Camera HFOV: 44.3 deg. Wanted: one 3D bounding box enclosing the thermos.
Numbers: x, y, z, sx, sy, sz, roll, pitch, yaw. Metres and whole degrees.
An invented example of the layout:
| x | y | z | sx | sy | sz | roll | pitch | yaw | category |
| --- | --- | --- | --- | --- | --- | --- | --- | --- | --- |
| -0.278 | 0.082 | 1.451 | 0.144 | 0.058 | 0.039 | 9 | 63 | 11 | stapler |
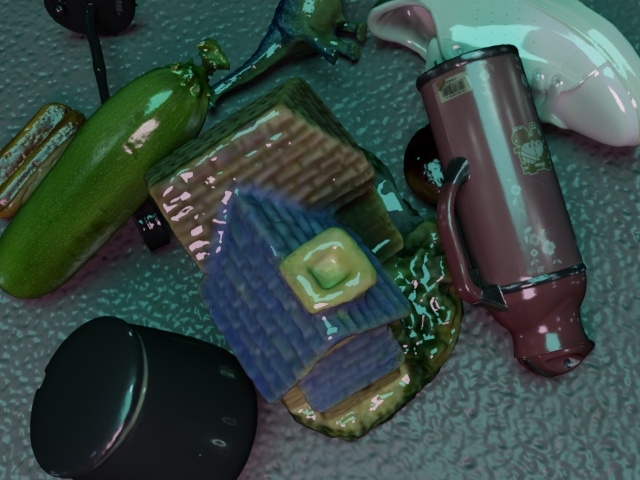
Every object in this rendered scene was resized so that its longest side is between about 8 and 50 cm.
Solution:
| x | y | z | sx | sy | sz | roll | pitch | yaw | category |
| --- | --- | --- | --- | --- | --- | --- | --- | --- | --- |
| 0.189 | -0.022 | 0.791 | 0.109 | 0.136 | 0.330 | -18 | 85 | 29 | thermos |

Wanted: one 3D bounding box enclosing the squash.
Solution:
| x | y | z | sx | sy | sz | roll | pitch | yaw | category |
| --- | --- | --- | --- | --- | --- | --- | --- | --- | --- |
| -0.228 | -0.064 | 0.820 | 0.378 | 0.101 | 0.101 | -41 | 66 | 21 | squash |

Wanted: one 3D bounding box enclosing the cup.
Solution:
| x | y | z | sx | sy | sz | roll | pitch | yaw | category |
| --- | --- | --- | --- | --- | --- | --- | --- | --- | --- |
| -0.179 | 0.154 | 0.754 | 0.223 | 0.176 | 0.169 | 34 | 93 | 45 | cup |

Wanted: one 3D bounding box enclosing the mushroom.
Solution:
| x | y | z | sx | sy | sz | roll | pitch | yaw | category |
| --- | --- | --- | --- | --- | --- | --- | --- | --- | --- |
| 0.153 | -0.092 | 0.899 | 0.123 | 0.052 | 0.123 | 0 | 68 | 1 | mushroom |

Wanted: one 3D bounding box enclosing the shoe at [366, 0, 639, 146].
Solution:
| x | y | z | sx | sy | sz | roll | pitch | yaw | category |
| --- | --- | --- | --- | --- | --- | --- | --- | --- | --- |
| 0.206 | -0.204 | 0.901 | 0.160 | 0.132 | 0.363 | -39 | 65 | -12 | shoe |

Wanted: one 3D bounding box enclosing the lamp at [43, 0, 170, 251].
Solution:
| x | y | z | sx | sy | sz | roll | pitch | yaw | category |
| --- | --- | --- | --- | --- | --- | --- | --- | --- | --- |
| -0.225 | -0.172 | 0.937 | 0.108 | 0.130 | 0.371 | -22 | 65 | -13 | lamp |

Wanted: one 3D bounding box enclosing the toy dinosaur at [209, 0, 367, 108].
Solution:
| x | y | z | sx | sy | sz | roll | pitch | yaw | category |
| --- | --- | --- | --- | --- | --- | --- | --- | --- | --- |
| -0.008 | -0.292 | 0.985 | 0.147 | 0.076 | 0.363 | 23 | 75 | 21 | toy dinosaur |

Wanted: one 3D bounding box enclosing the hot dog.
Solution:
| x | y | z | sx | sy | sz | roll | pitch | yaw | category |
| --- | --- | --- | --- | --- | --- | --- | --- | --- | --- |
| -0.348 | -0.101 | 0.952 | 0.071 | 0.045 | 0.165 | 33 | 74 | 19 | hot dog |

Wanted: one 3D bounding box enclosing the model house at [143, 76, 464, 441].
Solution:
| x | y | z | sx | sy | sz | roll | pitch | yaw | category |
| --- | --- | --- | --- | --- | --- | --- | --- | --- | --- |
| 0.000 | 0.000 | 0.761 | 0.261 | 0.266 | 0.321 | -33 | 68 | -4 | model house |
